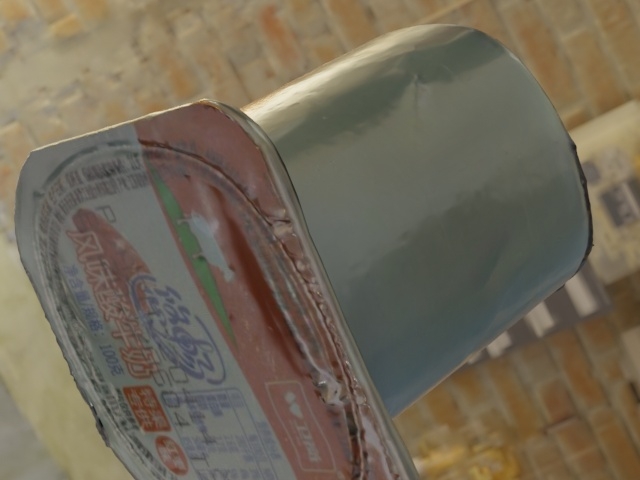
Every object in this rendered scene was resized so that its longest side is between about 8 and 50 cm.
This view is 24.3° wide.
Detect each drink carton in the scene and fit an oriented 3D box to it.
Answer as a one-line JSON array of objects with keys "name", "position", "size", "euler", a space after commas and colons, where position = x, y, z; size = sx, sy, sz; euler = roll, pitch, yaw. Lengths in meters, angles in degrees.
[{"name": "drink carton", "position": [0.000, 0.000, 0.638], "size": [0.189, 0.191, 0.185], "euler": [-38, -73, -38]}]
